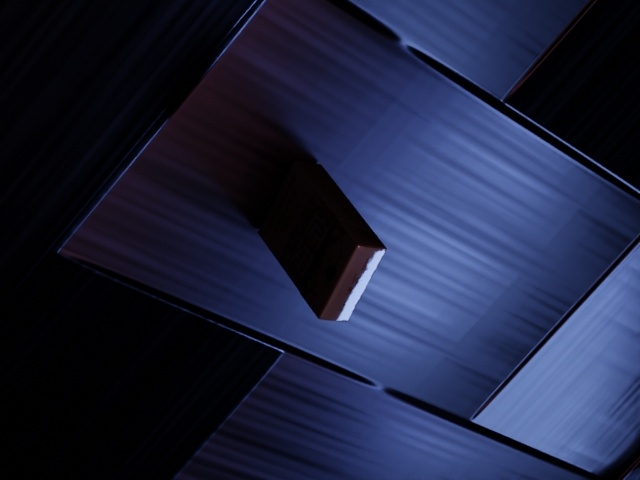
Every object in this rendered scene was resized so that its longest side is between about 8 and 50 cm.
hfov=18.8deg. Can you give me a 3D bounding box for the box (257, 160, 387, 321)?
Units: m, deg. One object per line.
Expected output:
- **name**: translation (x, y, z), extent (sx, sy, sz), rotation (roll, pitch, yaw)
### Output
- **box**: translation (0.000, 0.000, 1.087), extent (0.024, 0.083, 0.053), rotation (8, 121, -35)
